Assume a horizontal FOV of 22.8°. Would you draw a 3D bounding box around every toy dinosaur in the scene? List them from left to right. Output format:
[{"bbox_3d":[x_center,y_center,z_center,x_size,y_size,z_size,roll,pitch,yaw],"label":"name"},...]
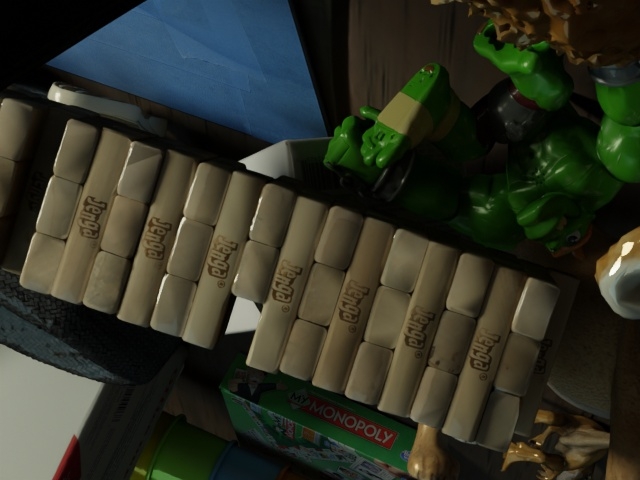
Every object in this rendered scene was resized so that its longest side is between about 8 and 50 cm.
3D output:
[{"bbox_3d":[0.207,0.158,1.257,0.112,0.064,0.211,9,168,-2],"label":"toy dinosaur"}]

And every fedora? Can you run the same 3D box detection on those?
[{"bbox_3d":[-0.205,0.010,1.260,0.334,0.152,0.334,24,159,10],"label":"fedora"}]

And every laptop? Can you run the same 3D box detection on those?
[{"bbox_3d":[-0.229,-0.119,0.898,0.382,0.408,0.236,19,124,19],"label":"laptop"}]

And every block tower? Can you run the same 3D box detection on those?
[{"bbox_3d":[-0.038,0.010,0.808,0.335,0.091,0.097,18,-174,1],"label":"block tower"}]

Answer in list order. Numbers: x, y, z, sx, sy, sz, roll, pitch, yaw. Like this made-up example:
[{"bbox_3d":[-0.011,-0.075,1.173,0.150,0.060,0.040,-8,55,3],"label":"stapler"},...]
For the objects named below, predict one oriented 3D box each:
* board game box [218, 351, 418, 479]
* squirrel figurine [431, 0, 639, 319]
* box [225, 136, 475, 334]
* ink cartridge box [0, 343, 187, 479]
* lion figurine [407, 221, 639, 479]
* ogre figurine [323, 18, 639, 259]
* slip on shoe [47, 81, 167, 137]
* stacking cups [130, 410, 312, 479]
[{"bbox_3d":[0.016,0.230,1.646,0.213,0.046,0.317,23,159,14],"label":"board game box"},{"bbox_3d":[0.208,-0.080,0.501,0.397,0.281,0.370,45,167,-5],"label":"squirrel figurine"},{"bbox_3d":[0.000,0.000,0.974,0.114,0.103,0.203,-5,176,-23],"label":"box"},{"bbox_3d":[-0.237,0.163,1.482,0.114,0.197,0.273,26,178,9],"label":"ink cartridge box"},{"bbox_3d":[0.160,0.047,0.896,0.142,0.240,0.392,4,-168,-41],"label":"lion figurine"},{"bbox_3d":[0.107,-0.054,0.819,0.118,0.097,0.197,38,116,-26],"label":"ogre figurine"},{"bbox_3d":[-0.145,-0.076,1.076,0.051,0.041,0.135,19,-179,15],"label":"slip on shoe"},{"bbox_3d":[-0.078,0.260,1.641,0.316,0.096,0.096,24,159,8],"label":"stacking cups"}]
